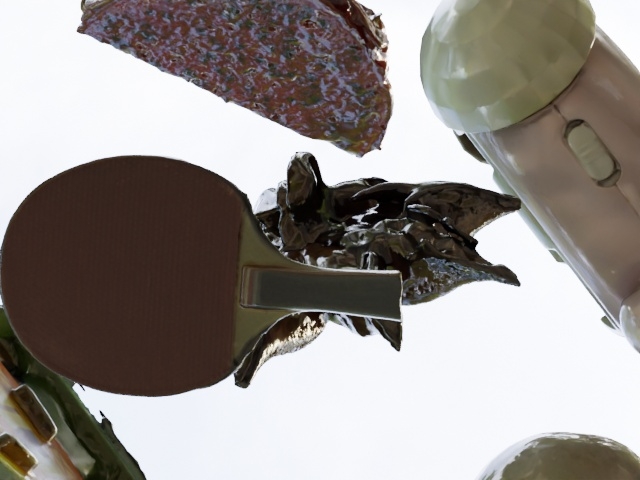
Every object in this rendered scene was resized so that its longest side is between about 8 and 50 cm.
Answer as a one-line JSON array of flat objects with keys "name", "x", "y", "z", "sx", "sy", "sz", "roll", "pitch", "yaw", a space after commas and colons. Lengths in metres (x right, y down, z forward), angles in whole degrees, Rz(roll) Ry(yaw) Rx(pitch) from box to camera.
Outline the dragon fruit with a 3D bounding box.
[{"name": "dragon fruit", "x": -0.038, "y": -0.231, "z": 1.639, "sx": 0.317, "sy": 0.205, "sz": 0.152, "roll": 25, "pitch": -122, "yaw": -17}]

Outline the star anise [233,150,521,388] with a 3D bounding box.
[{"name": "star anise", "x": 0.000, "y": 0.000, "z": 1.119, "sx": 0.272, "sy": 0.272, "sz": 0.102, "roll": -32, "pitch": -67, "yaw": -32}]

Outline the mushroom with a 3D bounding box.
[{"name": "mushroom", "x": 0.211, "y": 0.263, "z": 1.559, "sx": 0.204, "sy": 0.204, "sz": 0.204, "roll": 10, "pitch": -117, "yaw": -20}]

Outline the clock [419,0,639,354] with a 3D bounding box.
[{"name": "clock", "x": 0.223, "y": -0.066, "z": 1.450, "sx": 0.184, "sy": 0.342, "sz": 0.326, "roll": -42, "pitch": -100, "yaw": 0}]

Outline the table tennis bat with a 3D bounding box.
[{"name": "table tennis bat", "x": -0.065, "y": 0.021, "z": 0.951, "sx": 0.220, "sy": 0.019, "sz": 0.130, "roll": 4, "pitch": -85, "yaw": 5}]

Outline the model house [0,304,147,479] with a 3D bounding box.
[{"name": "model house", "x": -0.249, "y": 0.215, "z": 1.134, "sx": 0.242, "sy": 0.313, "sz": 0.358, "roll": -38, "pitch": -106, "yaw": 4}]
